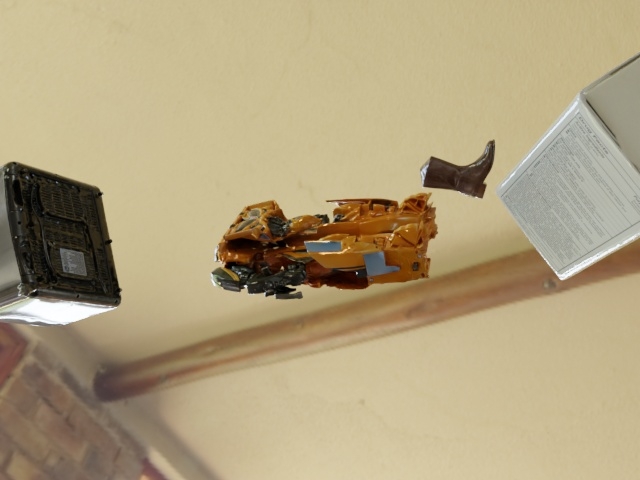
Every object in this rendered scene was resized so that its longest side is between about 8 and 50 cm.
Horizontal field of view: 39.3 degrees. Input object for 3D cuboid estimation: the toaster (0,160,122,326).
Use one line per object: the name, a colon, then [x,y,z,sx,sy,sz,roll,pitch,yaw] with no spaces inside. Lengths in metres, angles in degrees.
toaster: [-0.337,0.009,1.055,0.110,0.168,0.186,-22,-17,21]

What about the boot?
boot: [0.228,-0.130,1.499,0.114,0.037,0.106,14,-85,3]

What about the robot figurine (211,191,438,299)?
robot figurine: [0.000,0.000,1.157,0.291,0.211,0.085,-2,-67,13]

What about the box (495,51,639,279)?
box: [0.306,-0.072,0.946,0.148,0.121,0.311,55,-10,8]
